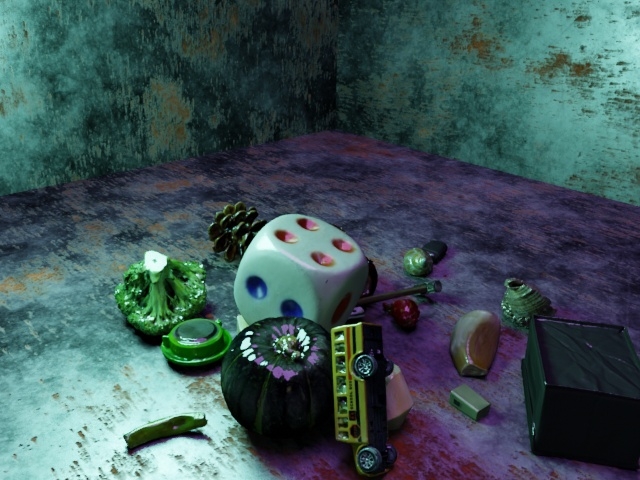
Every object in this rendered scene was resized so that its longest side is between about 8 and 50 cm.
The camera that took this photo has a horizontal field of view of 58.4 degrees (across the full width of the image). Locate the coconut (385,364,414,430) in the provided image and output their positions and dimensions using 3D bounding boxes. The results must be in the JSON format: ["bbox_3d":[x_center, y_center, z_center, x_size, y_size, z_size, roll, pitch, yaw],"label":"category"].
[{"bbox_3d":[0.160,0.402,1.445,0.147,0.153,0.147,-19,-7,-2],"label":"coconut"}]

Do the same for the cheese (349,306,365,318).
[{"bbox_3d":[0.033,0.252,1.885,0.234,0.050,0.127,-9,26,-19],"label":"cheese"}]

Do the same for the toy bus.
[{"bbox_3d":[0.098,0.365,1.334,0.122,0.336,0.121,-9,-15,29],"label":"toy bus"}]

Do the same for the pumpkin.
[{"bbox_3d":[-0.092,0.340,1.447,0.323,0.242,0.323,1,28,-1],"label":"pumpkin"}]

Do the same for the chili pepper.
[{"bbox_3d":[-0.379,0.459,1.403,0.201,0.050,0.052,-11,65,-18],"label":"chili pepper"}]

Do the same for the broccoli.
[{"bbox_3d":[-0.510,0.159,1.833,0.307,0.275,0.308,2,55,-3],"label":"broccoli"}]

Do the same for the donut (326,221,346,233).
[{"bbox_3d":[0.000,0.000,2.400,0.216,0.096,0.230,12,26,17],"label":"donut"}]

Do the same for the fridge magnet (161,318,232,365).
[{"bbox_3d":[-0.369,0.302,1.708,0.207,0.088,0.208,1,24,-1],"label":"fridge magnet"}]

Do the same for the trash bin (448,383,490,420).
[{"bbox_3d":[0.396,0.428,1.515,0.060,0.043,0.092,-16,30,-34],"label":"trash bin"}]

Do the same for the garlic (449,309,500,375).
[{"bbox_3d":[0.473,0.301,1.757,0.143,0.112,0.318,12,37,17],"label":"garlic"}]

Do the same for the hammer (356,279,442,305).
[{"bbox_3d":[0.248,0.185,1.952,0.365,0.044,0.111,-7,-6,-33],"label":"hammer"}]

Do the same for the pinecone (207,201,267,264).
[{"bbox_3d":[-0.306,-0.010,2.260,0.244,0.244,0.309,-19,43,-39],"label":"pinecone"}]

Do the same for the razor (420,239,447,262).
[{"bbox_3d":[0.468,0.043,2.374,0.090,0.054,0.148,19,30,28],"label":"razor"}]

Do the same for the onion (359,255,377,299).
[{"bbox_3d":[0.054,0.116,2.009,0.313,0.232,0.314,23,26,-12],"label":"onion"}]

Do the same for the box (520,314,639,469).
[{"bbox_3d":[0.665,0.368,1.462,0.251,0.205,0.345,7,24,11],"label":"box"}]

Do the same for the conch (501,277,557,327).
[{"bbox_3d":[0.680,0.196,1.887,0.178,0.245,0.163,-2,58,37],"label":"conch"}]

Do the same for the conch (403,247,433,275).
[{"bbox_3d":[0.384,0.080,2.234,0.116,0.106,0.173,39,26,27],"label":"conch"}]

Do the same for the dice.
[{"bbox_3d":[-0.057,0.126,1.704,0.304,0.304,0.277,32,34,21],"label":"dice"}]

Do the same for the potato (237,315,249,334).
[{"bbox_3d":[-0.223,0.285,1.762,0.061,0.086,0.122,-4,30,-17],"label":"potato"}]

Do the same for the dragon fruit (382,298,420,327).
[{"bbox_3d":[0.270,0.229,1.912,0.094,0.094,0.190,-7,13,-17],"label":"dragon fruit"}]
